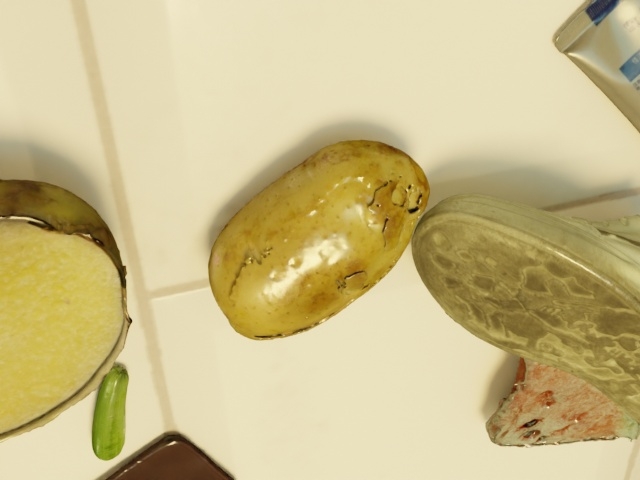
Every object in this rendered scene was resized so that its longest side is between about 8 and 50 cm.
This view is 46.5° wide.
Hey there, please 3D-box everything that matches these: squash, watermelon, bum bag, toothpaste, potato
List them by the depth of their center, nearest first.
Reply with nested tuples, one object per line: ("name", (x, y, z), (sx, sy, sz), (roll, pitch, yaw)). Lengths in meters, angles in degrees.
("potato", (-0.210, 0.041, 0.462), (0.164, 0.081, 0.200), (20, 116, -39))
("potato", (0.000, 0.000, 0.513), (0.170, 0.080, 0.107), (-32, 115, 4))
("squash", (-0.162, 0.135, 0.574), (0.027, 0.027, 0.089), (0, 120, -21))
("toothpaste", (0.289, -0.104, 0.575), (0.266, 0.061, 0.096), (37, 105, -27))
("bum bag", (-0.157, 0.237, 0.641), (0.159, 0.026, 0.109), (-35, 126, 4))
("watermelon", (0.207, 0.140, 0.694), (0.139, 0.071, 0.187), (-34, 125, 20))

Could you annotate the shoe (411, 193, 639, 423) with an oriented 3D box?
("shoe", (0.225, 0.028, 0.589), (0.316, 0.159, 0.124), (35, 140, -12))
